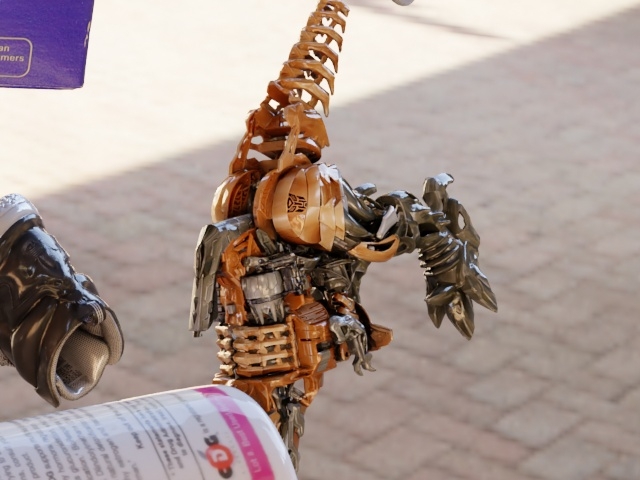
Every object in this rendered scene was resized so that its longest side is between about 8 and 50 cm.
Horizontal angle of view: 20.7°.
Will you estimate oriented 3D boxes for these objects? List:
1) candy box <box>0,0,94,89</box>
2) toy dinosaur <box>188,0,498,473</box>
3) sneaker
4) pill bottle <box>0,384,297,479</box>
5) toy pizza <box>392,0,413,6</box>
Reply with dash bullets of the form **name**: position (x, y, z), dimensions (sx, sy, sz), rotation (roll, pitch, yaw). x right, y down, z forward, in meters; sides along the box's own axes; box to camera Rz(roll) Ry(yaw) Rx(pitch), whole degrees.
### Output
- **candy box**: position (-0.222, -0.236, 0.781), dimensions (0.268, 0.317, 0.122), rotation (1, 32, -20)
- **toy dinosaur**: position (0.000, 0.000, 1.202), dimensions (0.164, 0.322, 0.218), rotation (25, 6, 42)
- **sneaker**: position (-0.255, 0.088, 1.453), dimensions (0.153, 0.268, 0.101), rotation (44, 51, 9)
- **pill bottle**: position (-0.163, 0.179, 0.967), dimensions (0.283, 0.160, 0.160), rotation (-8, 23, -28)
- **toy pizza**: position (0.030, -0.179, 0.579), dimensions (0.032, 0.201, 0.201), rotation (-2, 17, 13)
